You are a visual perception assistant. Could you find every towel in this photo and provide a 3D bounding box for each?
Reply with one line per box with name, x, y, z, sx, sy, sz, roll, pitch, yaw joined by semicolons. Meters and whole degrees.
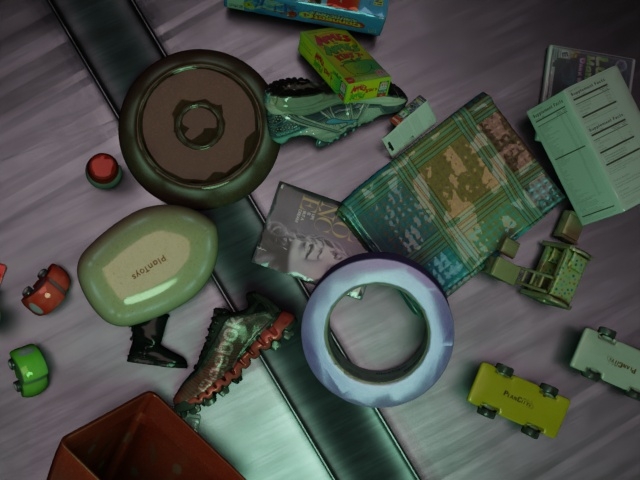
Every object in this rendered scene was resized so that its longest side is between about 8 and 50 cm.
towel;0.249;-0.070;1.894;0.370;0.040;0.271;-38;94;-6

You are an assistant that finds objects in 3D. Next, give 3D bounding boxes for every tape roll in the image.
tape roll;0.105;0.161;1.827;0.275;0.090;0.274;1;98;4

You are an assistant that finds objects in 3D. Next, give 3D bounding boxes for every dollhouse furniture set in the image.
dollhouse furniture set;0.417;0.012;1.854;0.161;0.101;0.182;26;85;-22

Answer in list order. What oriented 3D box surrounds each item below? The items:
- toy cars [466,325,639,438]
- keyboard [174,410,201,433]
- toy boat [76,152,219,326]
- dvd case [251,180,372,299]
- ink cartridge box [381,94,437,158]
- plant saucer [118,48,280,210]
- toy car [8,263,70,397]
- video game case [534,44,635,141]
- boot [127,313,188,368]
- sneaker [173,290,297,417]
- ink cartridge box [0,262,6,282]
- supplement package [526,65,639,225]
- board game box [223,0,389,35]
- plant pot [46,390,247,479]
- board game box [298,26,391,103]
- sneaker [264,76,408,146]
toy cars;0.457;0.262;1.878;0.394;0.087;0.176;-17;93;-8
keyboard;-0.278;0.446;1.855;0.072;0.014;0.256;9;86;2
toy boat;-0.336;-0.018;1.824;0.267;0.148;0.318;-27;94;-11
dvd case;0.000;0.000;1.896;0.221;0.018;0.164;19;85;-3
ink cartridge box;0.163;-0.215;1.897;0.115;0.063;0.029;-40;46;-4
plant saucer;-0.227;-0.213;1.882;0.311;0.050;0.310;0;86;-5
toy car;-0.535;0.179;1.803;0.239;0.053;0.225;-21;106;-34
video game case;0.514;-0.273;1.943;0.173;0.022;0.190;9;86;-3
boot;-0.299;0.184;1.856;0.121;0.045;0.099;10;80;-5
sneaker;-0.178;0.200;1.833;0.276;0.097;0.135;-43;90;-7
ink cartridge box;-0.676;0.133;1.816;0.134;0.078;0.231;18;85;-3
supplement package;0.514;-0.173;1.844;0.134;0.139;0.244;-25;89;-22
board game box;-0.007;-0.565;1.877;0.302;0.086;0.308;11;77;-3
plant pot;-0.325;0.462;1.709;0.267;0.267;0.235;41;113;12
board game box;0.042;-0.326;1.843;0.092;0.043;0.181;-15;48;-27
sneaker;0.026;-0.244;1.884;0.283;0.110;0.122;-5;125;-18
